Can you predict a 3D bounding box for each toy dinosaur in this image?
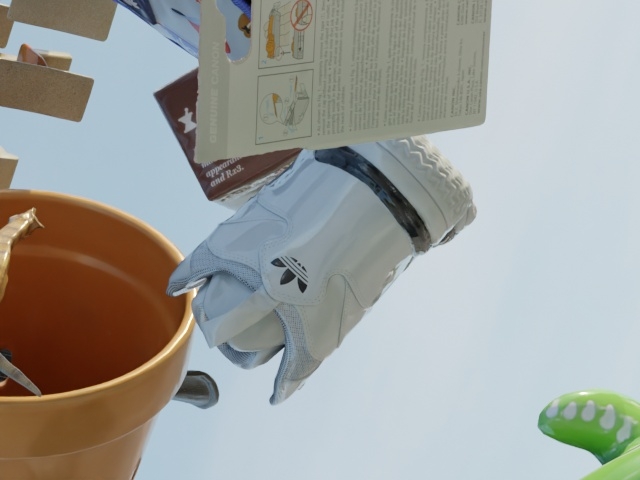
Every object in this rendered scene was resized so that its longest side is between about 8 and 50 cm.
[{"bbox_3d":[-0.255,0.039,1.455,0.211,0.112,0.064,-88,-25,-51],"label":"toy dinosaur"}]

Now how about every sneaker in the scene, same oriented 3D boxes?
[{"bbox_3d":[0.000,0.000,1.455,0.210,0.137,0.366,-43,-2,2],"label":"sneaker"}]

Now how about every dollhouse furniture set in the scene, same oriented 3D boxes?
[{"bbox_3d":[-0.315,-0.166,1.737,0.135,0.262,0.259,10,-71,-32],"label":"dollhouse furniture set"}]

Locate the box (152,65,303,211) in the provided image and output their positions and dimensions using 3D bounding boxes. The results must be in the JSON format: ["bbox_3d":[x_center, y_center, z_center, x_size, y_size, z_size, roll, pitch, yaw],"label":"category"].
[{"bbox_3d":[-0.018,-0.121,2.120,0.191,0.143,0.381,-29,-12,10],"label":"box"}]

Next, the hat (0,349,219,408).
[{"bbox_3d":[-0.270,0.178,1.968,0.331,0.331,0.134,41,-123,-68],"label":"hat"}]

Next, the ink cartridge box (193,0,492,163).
[{"bbox_3d":[0.006,-0.144,1.091,0.224,0.056,0.181,-10,-71,-40],"label":"ink cartridge box"}]

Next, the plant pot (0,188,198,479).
[{"bbox_3d":[-0.251,0.118,1.602,0.291,0.291,0.203,-37,-36,-47],"label":"plant pot"}]

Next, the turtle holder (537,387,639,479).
[{"bbox_3d":[0.221,0.212,0.930,0.320,0.227,0.243,19,-59,-42],"label":"turtle holder"}]

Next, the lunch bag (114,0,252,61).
[{"bbox_3d":[-0.077,-0.303,1.369,0.239,0.328,0.385,-34,-28,-43],"label":"lunch bag"}]
